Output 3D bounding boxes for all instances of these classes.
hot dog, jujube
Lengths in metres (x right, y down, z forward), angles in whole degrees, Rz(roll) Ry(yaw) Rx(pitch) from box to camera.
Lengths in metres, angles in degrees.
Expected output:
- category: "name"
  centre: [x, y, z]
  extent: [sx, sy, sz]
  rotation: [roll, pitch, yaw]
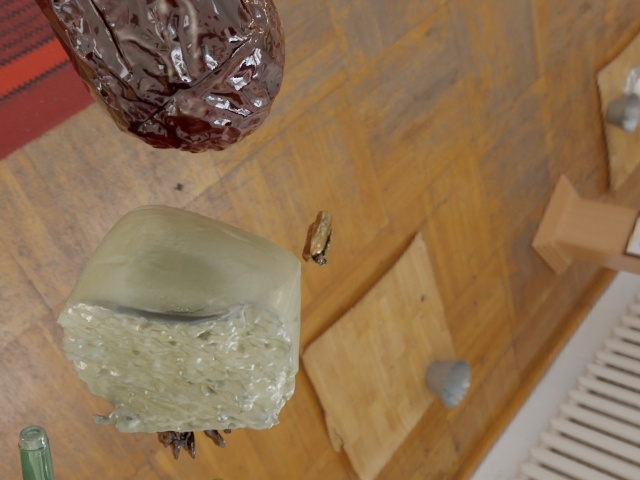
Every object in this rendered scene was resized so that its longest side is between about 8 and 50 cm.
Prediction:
- category: "hot dog"
  centre: [0.000, 0.000, 1.119]
  extent: [0.056, 0.041, 0.133]
  rotation: [-58, -171, 29]
- category: "jujube"
  centre: [-0.163, -0.228, 0.662]
  extent: [0.216, 0.216, 0.342]
  rotation: [-61, 150, -15]

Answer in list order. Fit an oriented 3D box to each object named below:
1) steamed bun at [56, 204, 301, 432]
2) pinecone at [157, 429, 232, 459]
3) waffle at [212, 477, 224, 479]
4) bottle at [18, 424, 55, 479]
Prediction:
- category: "steamed bun"
  centre: [-0.149, 0.082, 0.875]
  extent: [0.290, 0.272, 0.273]
  rotation: [15, 63, -10]
- category: "pinecone"
  centre: [-0.191, 0.207, 1.190]
  extent: [0.264, 0.264, 0.264]
  rotation: [-18, 116, -44]
- category: "waffle"
  centre: [-0.140, 0.338, 0.771]
  extent: [0.051, 0.149, 0.194]
  rotation: [14, 125, -37]
- category: "bottle"
  centre: [-0.288, 0.228, 0.745]
  extent: [0.030, 0.030, 0.083]
  rotation: [-22, 125, -43]
